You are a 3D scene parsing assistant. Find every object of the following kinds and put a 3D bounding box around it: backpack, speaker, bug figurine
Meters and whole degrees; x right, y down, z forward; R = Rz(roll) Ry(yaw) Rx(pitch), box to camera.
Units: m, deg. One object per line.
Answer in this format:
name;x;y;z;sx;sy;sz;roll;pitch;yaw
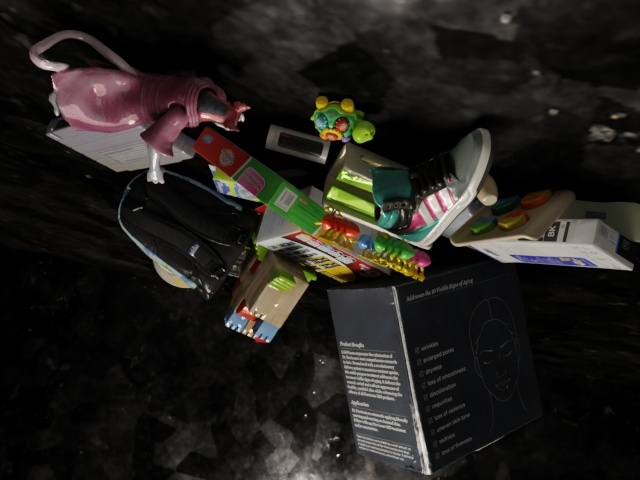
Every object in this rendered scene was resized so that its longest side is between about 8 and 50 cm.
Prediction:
backpack;-0.398;-0.047;1.806;0.356;0.290;0.273;30;179;-16
speaker;-0.049;-0.207;1.365;0.136;0.055;0.055;15;164;-3
bug figurine;0.120;0.010;1.341;0.216;0.072;0.279;22;178;29

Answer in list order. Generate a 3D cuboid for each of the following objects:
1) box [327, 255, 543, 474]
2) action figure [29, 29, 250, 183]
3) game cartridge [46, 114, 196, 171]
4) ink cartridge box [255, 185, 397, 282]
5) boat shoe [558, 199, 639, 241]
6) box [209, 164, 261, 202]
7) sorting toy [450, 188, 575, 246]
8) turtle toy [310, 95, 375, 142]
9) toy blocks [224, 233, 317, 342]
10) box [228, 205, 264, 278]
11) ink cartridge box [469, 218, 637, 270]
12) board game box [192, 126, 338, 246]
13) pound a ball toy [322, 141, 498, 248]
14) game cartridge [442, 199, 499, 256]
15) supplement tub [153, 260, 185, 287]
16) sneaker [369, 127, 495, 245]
box;0.322;0.311;1.757;0.480;0.471;0.297;-10;-178;-36
action figure;-0.299;-0.278;1.200;0.370;0.248;0.275;8;136;22
game cartridge;-0.493;-0.255;1.575;0.355;0.068;0.230;-2;162;42
ink cartridge box;0.000;0.000;1.706;0.310;0.130;0.272;27;156;-31
boat shoe;0.607;-0.044;1.353;0.228;0.079;0.081;10;179;16
box;-0.213;-0.150;1.715;0.178;0.042;0.109;12;163;2
sorting toy;0.402;-0.053;1.341;0.208;0.193;0.038;-4;117;51
turtle toy;0.042;-0.223;1.215;0.130;0.066;0.095;10;163;14
toy blocks;-0.166;0.146;1.754;0.191;0.260;0.381;29;-169;-21
box;-0.329;-0.015;1.952;0.270;0.216;0.060;13;164;0
ink cartridge box;0.490;0.006;1.389;0.165;0.065;0.333;23;167;-35
board game box;-0.119;-0.124;1.442;0.316;0.064;0.242;37;-178;41
pound a ball toy;0.192;-0.123;1.373;0.319;0.135;0.208;20;132;-12
game cartridge;0.445;-0.017;1.599;0.297;0.062;0.198;18;159;-15
supplement tub;-0.455;0.032;2.170;0.241;0.240;0.331;16;164;-7
sneaker;0.186;-0.114;1.213;0.179;0.123;0.295;13;135;-18
